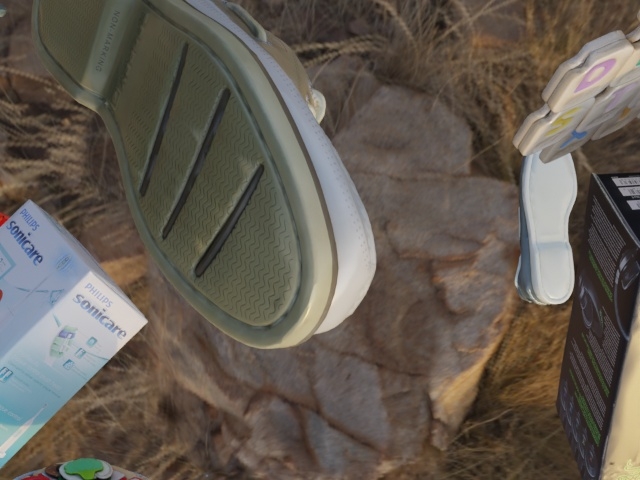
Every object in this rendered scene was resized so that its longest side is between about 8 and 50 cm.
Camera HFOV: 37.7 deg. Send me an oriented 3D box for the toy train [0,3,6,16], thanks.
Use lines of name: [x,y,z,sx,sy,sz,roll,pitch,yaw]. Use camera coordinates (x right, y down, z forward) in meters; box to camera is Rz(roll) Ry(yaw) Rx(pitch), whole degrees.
toy train: [-0.467,-0.338,1.091,0.190,0.334,0.142,22,107,-9]

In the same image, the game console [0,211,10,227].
game console: [-0.569,0.000,1.493,0.124,0.144,0.085,-5,85,-5]

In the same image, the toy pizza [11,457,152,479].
toy pizza: [-0.265,0.291,1.053,0.201,0.201,0.032,6,102,-5]

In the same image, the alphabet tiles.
alphabet tiles: [0.290,-0.154,0.759,0.284,0.278,0.021,-25,72,-18]

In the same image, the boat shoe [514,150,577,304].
boat shoe: [0.395,-0.041,1.710,0.116,0.099,0.319,3,81,-23]

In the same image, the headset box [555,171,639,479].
headset box: [0.348,0.089,0.799,0.247,0.283,0.131,-2,33,-2]

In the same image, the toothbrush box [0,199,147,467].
toothbrush box: [-0.400,0.125,1.193,0.295,0.126,0.216,-44,44,-7]

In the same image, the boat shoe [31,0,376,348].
boat shoe: [-0.049,-0.067,0.483,0.103,0.113,0.302,4,38,-41]
